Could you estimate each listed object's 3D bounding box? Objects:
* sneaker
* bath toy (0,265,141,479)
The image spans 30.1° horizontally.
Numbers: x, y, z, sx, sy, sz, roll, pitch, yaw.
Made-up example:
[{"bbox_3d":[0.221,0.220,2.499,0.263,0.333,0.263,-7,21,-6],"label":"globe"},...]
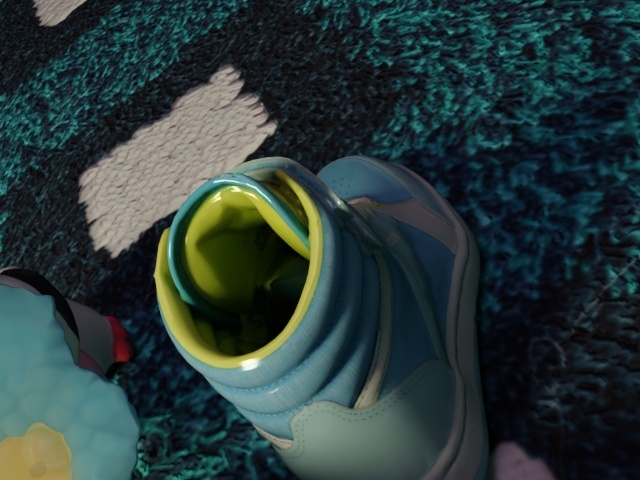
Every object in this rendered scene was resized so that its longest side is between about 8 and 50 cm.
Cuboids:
[{"bbox_3d":[0.000,0.000,0.693,0.127,0.208,0.319,-30,32,16],"label":"sneaker"},{"bbox_3d":[-0.184,0.092,0.784,0.348,0.129,0.151,-172,88,-79],"label":"bath toy"}]
